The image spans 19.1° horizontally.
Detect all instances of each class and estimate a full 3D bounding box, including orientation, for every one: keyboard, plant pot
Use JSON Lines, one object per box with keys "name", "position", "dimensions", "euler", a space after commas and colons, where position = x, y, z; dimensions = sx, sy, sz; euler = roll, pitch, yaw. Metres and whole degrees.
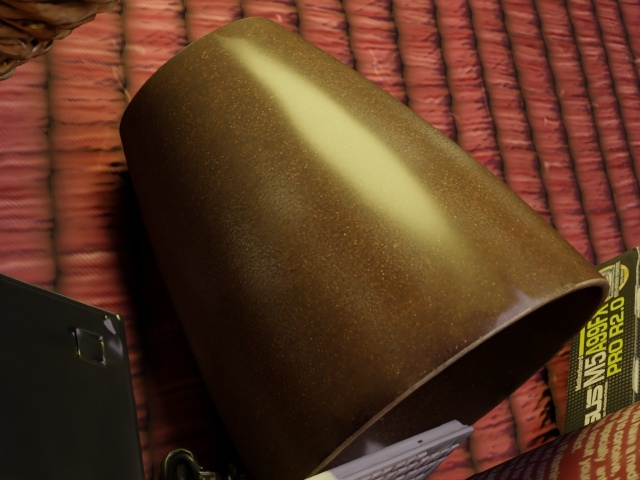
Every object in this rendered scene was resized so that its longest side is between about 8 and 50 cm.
{"name": "keyboard", "position": [-0.097, 0.169, 0.869], "dimensions": [0.201, 0.033, 0.317], "euler": [24, 47, -44]}
{"name": "keyboard", "position": [-0.006, 0.137, 0.930], "dimensions": [0.014, 0.072, 0.256], "euler": [45, 27, 20]}
{"name": "plant pot", "position": [0.000, 0.000, 1.024], "dimensions": [0.230, 0.215, 0.215], "euler": [53, 26, 16]}

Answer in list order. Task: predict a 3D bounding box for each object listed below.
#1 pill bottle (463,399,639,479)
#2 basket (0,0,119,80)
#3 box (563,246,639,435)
{"name": "pill bottle", "position": [0.211, 0.183, 0.974], "dimensions": [0.224, 0.392, 0.224], "euler": [38, 36, -35]}
{"name": "basket", "position": [-0.180, -0.224, 0.868], "dimensions": [0.213, 0.223, 0.299], "euler": [40, 39, -29]}
{"name": "box", "position": [0.279, 0.169, 1.393], "dimensions": [0.270, 0.060, 0.216], "euler": [48, 31, -24]}
